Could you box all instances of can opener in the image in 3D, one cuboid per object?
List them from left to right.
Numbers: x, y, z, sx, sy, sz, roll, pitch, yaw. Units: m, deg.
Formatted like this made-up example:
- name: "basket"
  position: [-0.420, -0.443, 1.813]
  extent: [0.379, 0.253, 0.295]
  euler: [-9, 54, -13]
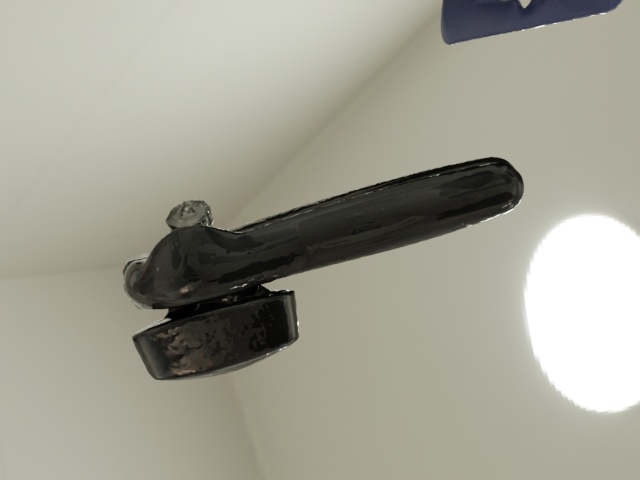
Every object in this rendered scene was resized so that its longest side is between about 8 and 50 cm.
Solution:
- name: "can opener"
  position: [0.000, 0.000, 0.699]
  extent: [0.059, 0.186, 0.073]
  euler: [-115, -176, -73]

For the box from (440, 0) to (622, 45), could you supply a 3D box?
- name: "box"
  position: [0.068, -0.185, 0.538]
  extent: [0.136, 0.036, 0.225]
  euler: [-177, -89, -68]
